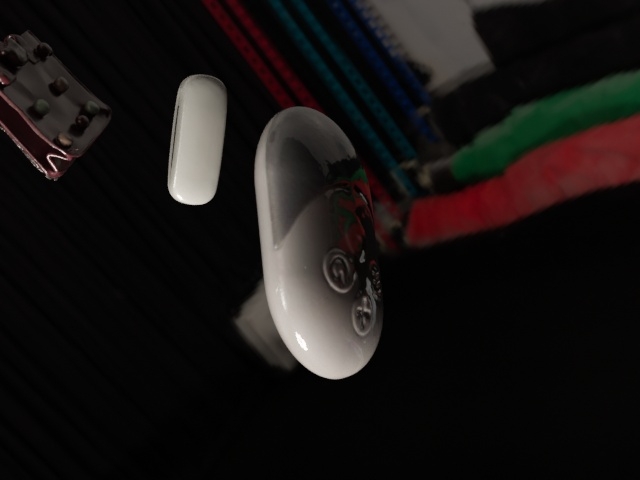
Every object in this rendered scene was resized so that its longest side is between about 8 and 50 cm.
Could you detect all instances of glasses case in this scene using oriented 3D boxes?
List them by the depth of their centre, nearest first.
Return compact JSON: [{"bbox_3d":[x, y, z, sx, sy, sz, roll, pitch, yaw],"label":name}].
[{"bbox_3d":[-0.183,-0.150,1.836,0.049,0.074,0.193,7,-88,61],"label":"glasses case"}]

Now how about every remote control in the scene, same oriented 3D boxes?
[{"bbox_3d":[0.000,0.000,1.472,0.104,0.332,0.221,-15,164,26],"label":"remote control"}]

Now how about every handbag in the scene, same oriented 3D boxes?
[{"bbox_3d":[-0.441,-0.223,1.947,0.074,0.216,0.203,-35,-165,25],"label":"handbag"}]
